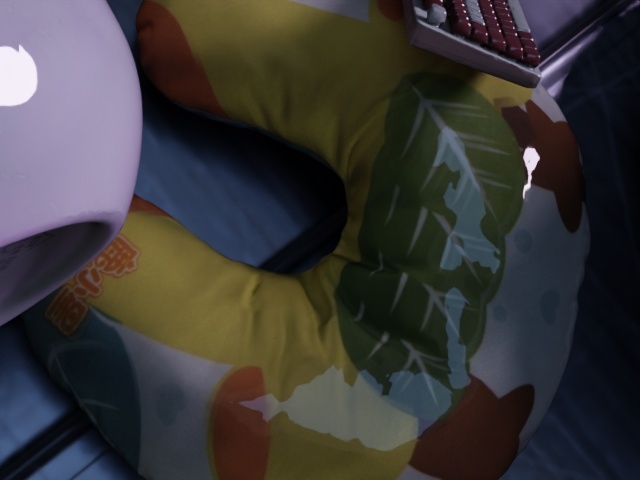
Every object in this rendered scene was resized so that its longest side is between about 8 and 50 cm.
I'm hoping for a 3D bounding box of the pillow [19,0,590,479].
[{"bbox_3d":[0.000,0.000,0.500,0.214,0.086,0.233,22,72,3],"label":"pillow"}]

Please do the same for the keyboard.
[{"bbox_3d":[0.056,-0.108,0.518,0.055,0.017,0.166,18,28,-9],"label":"keyboard"}]

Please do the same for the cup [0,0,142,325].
[{"bbox_3d":[-0.204,-0.105,0.397,0.212,0.212,0.317,-28,84,-21],"label":"cup"}]
